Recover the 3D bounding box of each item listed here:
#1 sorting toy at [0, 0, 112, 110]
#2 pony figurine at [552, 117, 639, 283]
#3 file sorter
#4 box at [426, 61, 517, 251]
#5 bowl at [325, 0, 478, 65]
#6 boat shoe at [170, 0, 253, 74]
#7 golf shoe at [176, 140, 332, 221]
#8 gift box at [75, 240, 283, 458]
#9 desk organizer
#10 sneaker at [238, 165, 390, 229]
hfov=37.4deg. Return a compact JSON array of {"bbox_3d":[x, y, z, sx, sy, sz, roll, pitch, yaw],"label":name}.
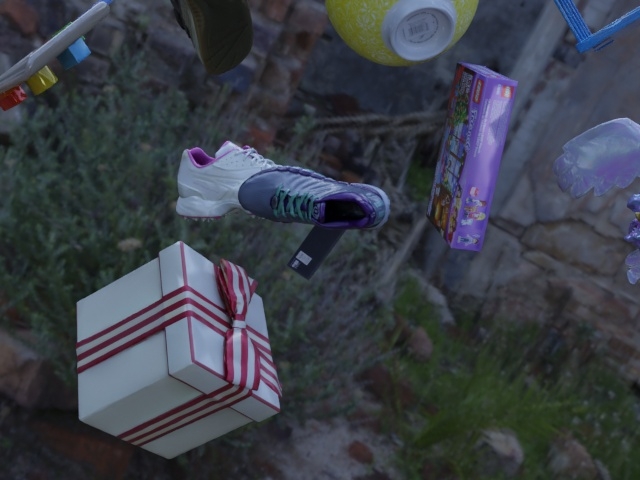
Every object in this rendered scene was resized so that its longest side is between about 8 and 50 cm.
[{"bbox_3d":[-0.379,-0.229,1.271,0.047,0.196,0.347,53,43,-19],"label":"sorting toy"},{"bbox_3d":[0.584,-0.091,1.544,0.303,0.351,0.363,50,25,-3],"label":"pony figurine"},{"bbox_3d":[0.339,-0.293,1.098,0.104,0.118,0.170,61,24,1],"label":"file sorter"},{"bbox_3d":[0.256,-0.150,1.637,0.057,0.293,0.201,7,16,-9],"label":"box"},{"bbox_3d":[0.161,-0.409,1.672,0.289,0.289,0.156,16,40,-30],"label":"bowl"},{"bbox_3d":[-0.111,-0.248,0.861,0.080,0.223,0.073,-37,63,-21],"label":"boat shoe"},{"bbox_3d":[-0.119,-0.108,1.672,0.306,0.140,0.115,-2,8,16],"label":"golf shoe"},{"bbox_3d":[-0.206,0.174,1.510,0.276,0.258,0.255,35,33,-50],"label":"gift box"},{"bbox_3d":[0.000,0.000,1.575,0.047,0.130,0.050,35,34,-2],"label":"desk organizer"},{"bbox_3d":[-0.019,-0.057,1.317,0.224,0.083,0.098,5,10,15],"label":"sneaker"}]
